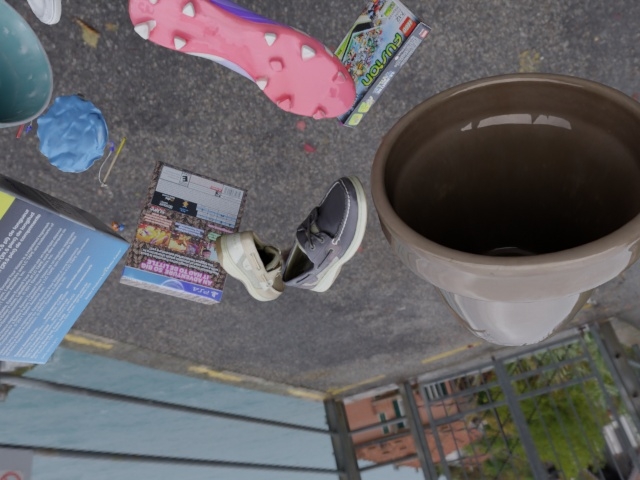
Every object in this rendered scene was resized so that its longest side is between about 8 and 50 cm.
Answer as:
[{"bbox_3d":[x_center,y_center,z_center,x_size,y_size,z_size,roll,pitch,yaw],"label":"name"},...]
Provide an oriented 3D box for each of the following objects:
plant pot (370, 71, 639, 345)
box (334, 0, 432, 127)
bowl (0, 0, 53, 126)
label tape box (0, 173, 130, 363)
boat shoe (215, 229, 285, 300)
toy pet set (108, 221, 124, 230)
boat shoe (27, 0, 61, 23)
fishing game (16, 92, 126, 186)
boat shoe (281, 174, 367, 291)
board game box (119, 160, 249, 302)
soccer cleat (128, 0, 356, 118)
[{"bbox_3d":[0.202,-0.009,0.582,0.263,0.263,0.229,-17,138,6],"label":"plant pot"},{"bbox_3d":[0.081,-0.307,0.930,0.036,0.114,0.207,1,136,-49],"label":"box"},{"bbox_3d":[-0.716,-0.341,1.076,0.163,0.311,0.311,-18,153,29],"label":"bowl"},{"bbox_3d":[-0.479,0.035,0.784,0.249,0.115,0.348,-55,154,-3],"label":"label tape box"},{"bbox_3d":[-0.136,0.060,1.291,0.098,0.109,0.302,-19,151,11],"label":"boat shoe"},{"bbox_3d":[-0.523,-0.002,1.250,0.065,0.122,0.114,41,156,-31],"label":"toy pet set"},{"bbox_3d":[-0.468,-0.434,0.862,0.066,0.063,0.184,11,123,24],"label":"boat shoe"},{"bbox_3d":[-0.600,-0.261,1.338,0.189,0.264,0.041,-65,176,11],"label":"fishing game"},{"bbox_3d":[0.000,0.000,0.983,0.092,0.102,0.285,-5,145,-25],"label":"boat shoe"},{"bbox_3d":[-0.335,-0.011,1.354,0.232,0.290,0.141,18,166,-19],"label":"board game box"},{"bbox_3d":[-0.073,-0.207,0.574,0.248,0.095,0.083,19,126,-19],"label":"soccer cleat"}]
